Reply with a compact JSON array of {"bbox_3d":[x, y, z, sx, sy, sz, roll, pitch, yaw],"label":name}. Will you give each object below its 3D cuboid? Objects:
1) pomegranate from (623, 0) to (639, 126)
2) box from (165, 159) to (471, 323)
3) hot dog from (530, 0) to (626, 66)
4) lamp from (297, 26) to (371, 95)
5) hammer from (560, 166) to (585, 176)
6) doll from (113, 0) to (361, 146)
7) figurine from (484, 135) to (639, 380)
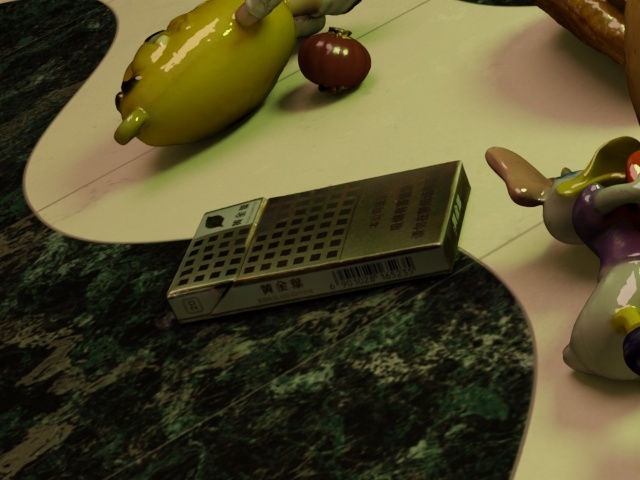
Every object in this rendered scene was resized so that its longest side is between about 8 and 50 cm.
[{"bbox_3d":[0.452,-0.205,1.500,0.342,0.342,0.342,-17,29,10],"label":"pomegranate"},{"bbox_3d":[-0.001,0.001,1.772,0.325,0.047,0.180,-11,30,19],"label":"box"},{"bbox_3d":[0.394,-0.309,1.884,0.267,0.174,0.387,-24,28,-6],"label":"hot dog"},{"bbox_3d":[0.019,-0.241,2.125,0.101,0.090,0.101,10,9,-2],"label":"lamp"},{"bbox_3d":[0.322,-0.086,1.727,0.123,0.014,0.029,-16,38,6],"label":"hammer"},{"bbox_3d":[-0.094,-0.279,2.166,0.348,0.161,0.423,-42,-3,24],"label":"doll"},{"bbox_3d":[0.282,0.021,1.447,0.193,0.154,0.421,-50,28,25],"label":"figurine"}]
